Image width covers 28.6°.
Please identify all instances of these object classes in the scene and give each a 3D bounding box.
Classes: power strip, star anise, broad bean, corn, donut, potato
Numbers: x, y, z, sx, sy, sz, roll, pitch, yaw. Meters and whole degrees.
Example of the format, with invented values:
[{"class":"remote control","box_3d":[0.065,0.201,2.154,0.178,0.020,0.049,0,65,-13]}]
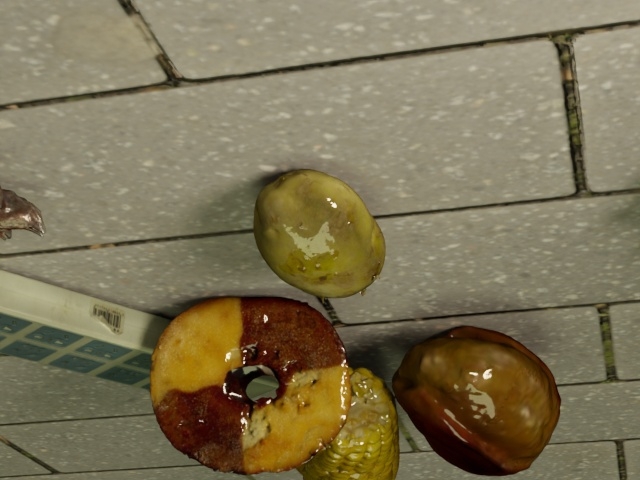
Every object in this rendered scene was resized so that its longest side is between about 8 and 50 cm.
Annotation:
[{"class":"power strip","box_3d":[-0.192,0.101,1.210,0.367,0.043,0.106,20,149,-34]},{"class":"star anise","box_3d":[-0.279,-0.027,0.945,0.141,0.042,0.141,2,157,1]},{"class":"broad bean","box_3d":[0.152,0.152,1.222,0.156,0.122,0.228,18,156,27]},{"class":"corn","box_3d":[0.027,0.217,1.339,0.120,0.120,0.363,-1,158,2]},{"class":"donut","box_3d":[-0.060,0.132,1.149,0.184,0.166,0.073,-14,170,7]},{"class":"potato","box_3d":[0.000,0.000,0.962,0.091,0.070,0.138,-10,152,19]}]
